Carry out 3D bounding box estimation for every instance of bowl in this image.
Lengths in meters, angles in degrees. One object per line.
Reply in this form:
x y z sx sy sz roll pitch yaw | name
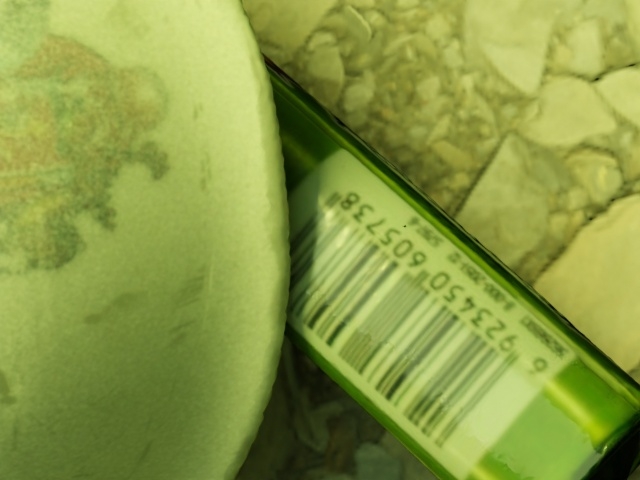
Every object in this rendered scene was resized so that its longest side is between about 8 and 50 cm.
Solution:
-0.243 -0.013 0.821 0.435 0.196 0.434 12 111 33 | bowl

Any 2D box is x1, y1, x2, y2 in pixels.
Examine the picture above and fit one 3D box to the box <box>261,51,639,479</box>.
0.000 0.000 0.860 0.345 0.134 0.097 42 95 16 | box
